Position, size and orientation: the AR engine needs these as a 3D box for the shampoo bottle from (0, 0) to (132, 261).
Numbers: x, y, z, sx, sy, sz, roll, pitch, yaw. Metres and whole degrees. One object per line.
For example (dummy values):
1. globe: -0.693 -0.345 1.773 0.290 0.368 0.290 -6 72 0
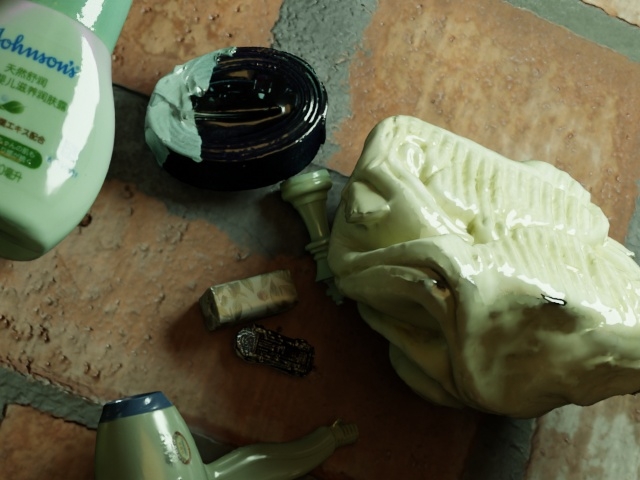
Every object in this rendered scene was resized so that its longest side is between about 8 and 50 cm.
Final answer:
1. shampoo bottle: -0.302 -0.166 1.613 0.222 0.151 0.349 22 69 -9

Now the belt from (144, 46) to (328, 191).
1. belt: -0.093 -0.134 1.688 0.198 0.078 0.151 -12 63 -9

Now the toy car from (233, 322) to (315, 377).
1. toy car: -0.051 0.118 1.681 0.093 0.025 0.041 20 68 -15

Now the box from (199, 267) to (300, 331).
1. box: -0.076 0.064 1.669 0.098 0.062 0.045 -14 81 -22

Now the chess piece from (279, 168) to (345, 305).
1. chess piece: 0.000 0.000 1.718 0.059 0.059 0.149 -13 85 -21

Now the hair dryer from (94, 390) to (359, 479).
1. hair dryer: -0.097 0.311 1.587 0.298 0.119 0.295 11 78 -28

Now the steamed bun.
1. steamed bun: 0.164 0.065 1.653 0.394 0.237 0.347 40 34 20
